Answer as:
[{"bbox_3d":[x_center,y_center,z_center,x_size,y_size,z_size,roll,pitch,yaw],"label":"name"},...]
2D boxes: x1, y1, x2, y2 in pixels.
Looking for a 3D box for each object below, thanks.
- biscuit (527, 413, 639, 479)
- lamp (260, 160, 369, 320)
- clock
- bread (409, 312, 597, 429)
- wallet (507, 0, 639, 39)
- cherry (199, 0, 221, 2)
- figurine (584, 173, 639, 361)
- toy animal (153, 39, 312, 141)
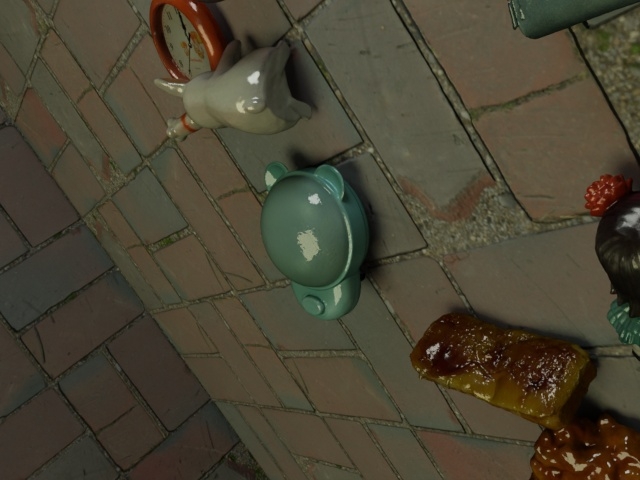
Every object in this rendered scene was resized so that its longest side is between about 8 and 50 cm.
[{"bbox_3d":[0.459,0.410,1.010,0.312,0.110,0.318,29,144,31],"label":"biscuit"},{"bbox_3d":[-0.008,0.005,1.169,0.209,0.147,0.284,13,134,44],"label":"lamp"},{"bbox_3d":[-0.225,-0.342,1.182,0.205,0.051,0.205,34,145,29],"label":"clock"},{"bbox_3d":[0.260,0.189,1.012,0.270,0.139,0.077,14,144,50],"label":"bread"},{"bbox_3d":[0.232,-0.332,0.560,0.251,0.054,0.291,-5,117,54],"label":"wallet"},{"bbox_3d":[-0.164,-0.411,0.940,0.176,0.140,0.176,55,174,8],"label":"cherry"},{"bbox_3d":[0.363,0.046,0.746,0.137,0.110,0.246,23,148,45],"label":"figurine"},{"bbox_3d":[-0.150,-0.237,1.098,0.282,0.138,0.141,10,135,45],"label":"toy animal"}]
